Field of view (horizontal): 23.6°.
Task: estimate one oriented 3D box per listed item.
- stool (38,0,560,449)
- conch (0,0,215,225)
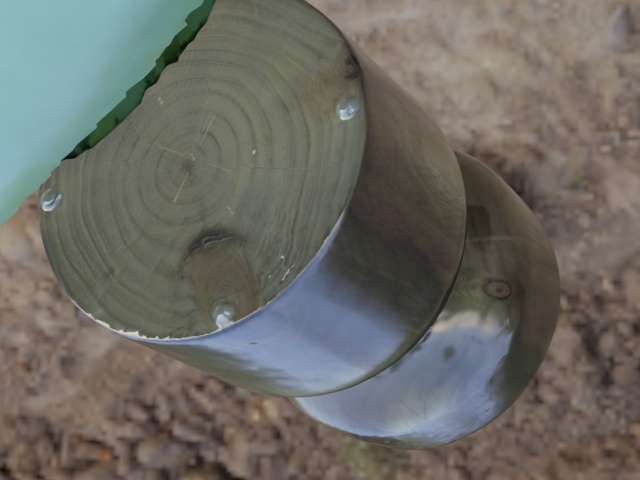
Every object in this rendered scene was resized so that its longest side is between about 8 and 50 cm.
[{"bbox_3d":[0.000,0.000,0.806,0.179,0.179,0.264,-7,160,27],"label":"stool"},{"bbox_3d":[-0.083,-0.064,0.389,0.137,0.143,0.250,12,144,-7],"label":"conch"}]
